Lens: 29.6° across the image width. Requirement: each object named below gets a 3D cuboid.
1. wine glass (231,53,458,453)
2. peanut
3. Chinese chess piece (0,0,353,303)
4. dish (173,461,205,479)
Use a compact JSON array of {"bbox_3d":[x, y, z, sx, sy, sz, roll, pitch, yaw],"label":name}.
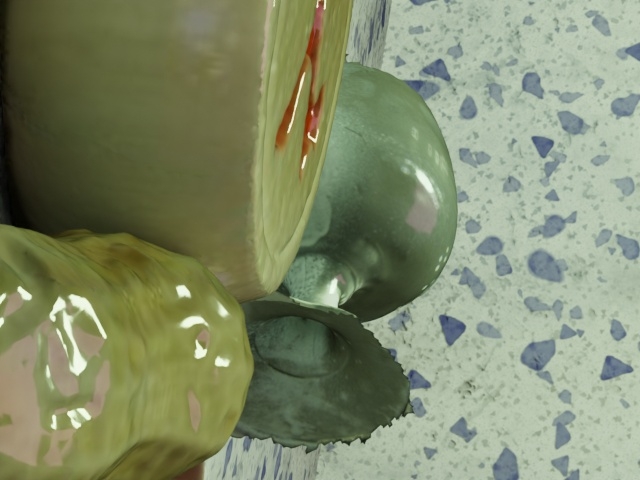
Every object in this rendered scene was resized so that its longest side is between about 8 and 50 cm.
[{"bbox_3d":[0.000,0.000,1.061,0.323,0.238,0.238,-77,172,-46],"label":"wine glass"},{"bbox_3d":[-0.120,0.054,0.494,0.290,0.130,0.130,10,89,-73],"label":"peanut"},{"bbox_3d":[-0.065,-0.130,0.693,0.338,0.141,0.338,9,90,-82],"label":"Chinese chess piece"},{"bbox_3d":[-0.135,0.163,0.706,0.213,0.090,0.213,6,90,-83],"label":"dish"}]
